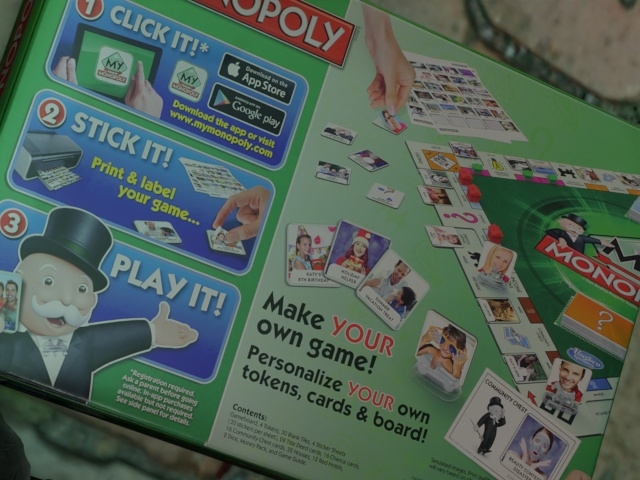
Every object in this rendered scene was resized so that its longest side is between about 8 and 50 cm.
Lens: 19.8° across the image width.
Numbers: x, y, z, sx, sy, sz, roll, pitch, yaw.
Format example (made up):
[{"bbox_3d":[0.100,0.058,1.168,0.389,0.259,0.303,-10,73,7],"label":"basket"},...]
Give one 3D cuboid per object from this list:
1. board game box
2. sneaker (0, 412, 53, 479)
[{"bbox_3d":[0.000,0.000,0.817,0.317,0.046,0.214,22,77,-20],"label":"board game box"},{"bbox_3d":[-0.150,0.144,0.743,0.089,0.051,0.170,21,74,-21],"label":"sneaker"}]
